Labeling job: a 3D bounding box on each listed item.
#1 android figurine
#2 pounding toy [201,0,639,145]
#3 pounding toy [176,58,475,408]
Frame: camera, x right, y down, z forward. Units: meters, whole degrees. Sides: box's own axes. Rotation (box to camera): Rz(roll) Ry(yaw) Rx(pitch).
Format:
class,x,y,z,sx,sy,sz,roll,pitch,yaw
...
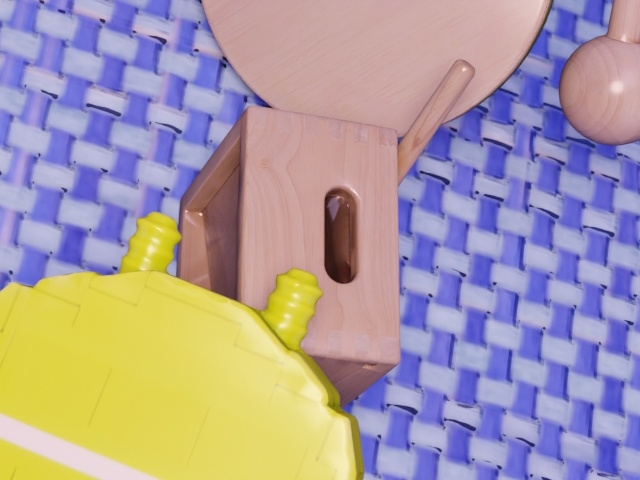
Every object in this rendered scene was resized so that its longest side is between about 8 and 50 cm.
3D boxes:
class,x,y,z,sx,sy,sz,roll,pitch,yaw
android figurine,-0.085,0.126,0.746,0.248,0.056,0.273,19,86,8
pounding toy,0.066,-0.140,0.937,0.236,0.110,0.183,7,97,19
pounding toy,0.000,0.000,0.851,0.100,0.130,0.141,8,67,-18
